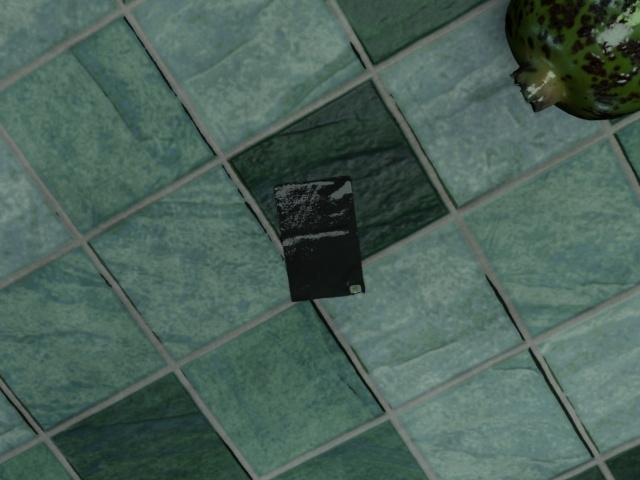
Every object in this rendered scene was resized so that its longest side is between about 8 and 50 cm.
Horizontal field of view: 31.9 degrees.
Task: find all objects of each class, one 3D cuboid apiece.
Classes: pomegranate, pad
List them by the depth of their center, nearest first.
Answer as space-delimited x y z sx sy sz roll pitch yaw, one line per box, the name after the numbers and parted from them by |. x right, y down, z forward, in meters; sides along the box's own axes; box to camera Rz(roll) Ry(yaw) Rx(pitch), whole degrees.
0.350 -0.265 1.432 0.270 0.254 0.254 -36 110 -8 | pomegranate
0.000 0.000 1.668 0.116 0.004 0.193 -8 112 3 | pad
